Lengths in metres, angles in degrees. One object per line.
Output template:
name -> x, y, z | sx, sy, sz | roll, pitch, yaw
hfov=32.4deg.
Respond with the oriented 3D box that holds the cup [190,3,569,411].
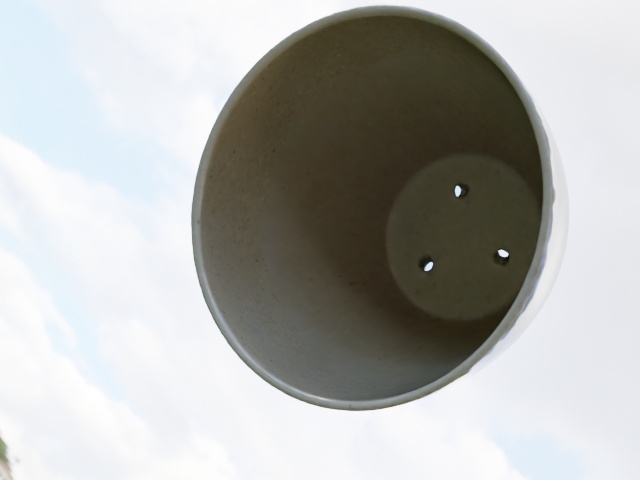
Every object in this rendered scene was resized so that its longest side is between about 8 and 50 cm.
cup -> 0.086, -0.014, 0.986 | 0.331, 0.331, 0.237 | 34, 10, 30
